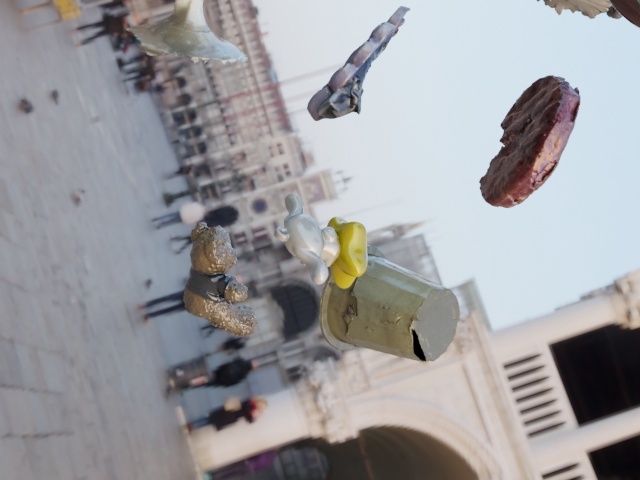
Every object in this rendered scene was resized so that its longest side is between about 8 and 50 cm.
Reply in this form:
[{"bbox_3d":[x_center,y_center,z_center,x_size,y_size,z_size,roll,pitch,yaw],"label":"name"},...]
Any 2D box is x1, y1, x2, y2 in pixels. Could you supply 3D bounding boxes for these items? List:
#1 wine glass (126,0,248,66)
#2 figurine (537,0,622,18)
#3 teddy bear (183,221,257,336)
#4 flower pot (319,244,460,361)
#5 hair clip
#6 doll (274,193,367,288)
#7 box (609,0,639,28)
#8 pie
[{"bbox_3d":[-0.182,-0.447,1.448,0.238,0.238,0.323,-117,-141,-60],"label":"wine glass"},{"bbox_3d":[0.448,-0.543,1.892,0.207,0.386,0.166,134,-34,-61],"label":"figurine"},{"bbox_3d":[-0.204,0.091,1.826,0.182,0.129,0.251,21,-48,39],"label":"teddy bear"},{"bbox_3d":[0.133,0.133,1.776,0.202,0.212,0.212,19,-46,42],"label":"flower pot"},{"bbox_3d":[0.056,-0.206,1.123,0.052,0.195,0.124,42,-40,-9],"label":"hair clip"},{"bbox_3d":[0.002,0.005,1.073,0.071,0.113,0.135,-56,-168,29],"label":"doll"},{"bbox_3d":[0.442,-0.359,1.001,0.108,0.403,0.263,-27,-97,66],"label":"box"},{"bbox_3d":[0.312,-0.148,1.423,0.219,0.054,0.204,-64,-169,-13],"label":"pie"}]
